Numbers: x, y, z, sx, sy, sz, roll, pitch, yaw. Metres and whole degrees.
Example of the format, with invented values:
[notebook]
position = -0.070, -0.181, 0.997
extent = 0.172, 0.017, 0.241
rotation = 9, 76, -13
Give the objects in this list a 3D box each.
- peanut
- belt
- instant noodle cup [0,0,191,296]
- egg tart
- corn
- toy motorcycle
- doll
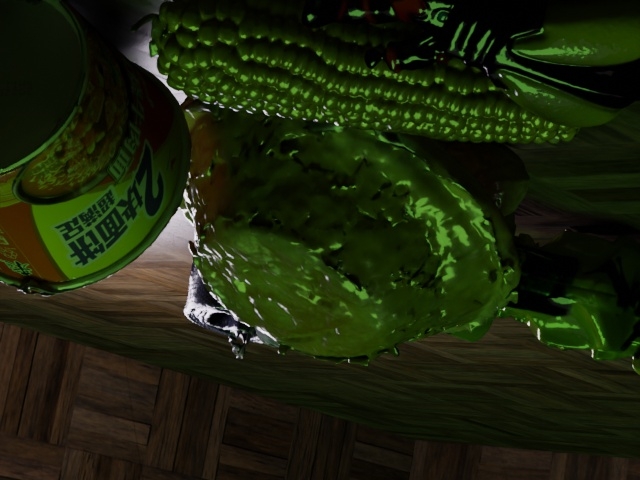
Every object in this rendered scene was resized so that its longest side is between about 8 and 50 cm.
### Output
[peanut]
position = 0.097, -0.045, 1.532
extent = 0.194, 0.083, 0.093
rotation = 1, 152, 42
[belt]
position = -0.092, 0.070, 2.173
extent = 0.139, 0.126, 0.230
rotation = 11, 168, 5
[instant noodle cup]
position = -0.222, -0.087, 1.350
extent = 0.213, 0.213, 0.174
rotation = 7, 161, 17
[egg tart]
position = 0.001, 0.000, 1.468
extent = 0.341, 0.132, 0.341
rotation = 24, 151, 14
[corn]
position = 0.028, -0.122, 1.189
extent = 0.310, 0.101, 0.101
rotation = 7, 169, -7
[toy motorcycle]
position = 0.232, 0.047, 1.732
extent = 0.342, 0.142, 0.206
rotation = 15, 167, -31
[doll]
position = 0.117, -0.130, 1.094
extent = 0.248, 0.088, 0.127
rotation = 16, 167, -14
